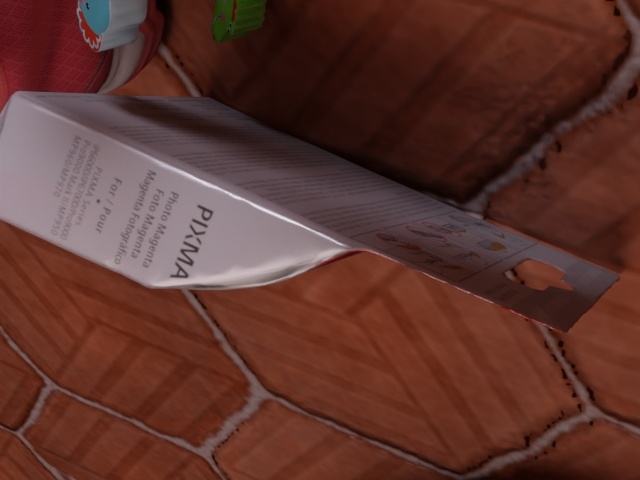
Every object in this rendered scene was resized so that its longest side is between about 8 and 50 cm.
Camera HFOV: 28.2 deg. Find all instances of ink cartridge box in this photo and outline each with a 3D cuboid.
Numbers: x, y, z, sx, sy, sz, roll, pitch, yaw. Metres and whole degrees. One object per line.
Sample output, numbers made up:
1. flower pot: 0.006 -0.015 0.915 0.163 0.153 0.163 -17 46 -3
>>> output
1. ink cartridge box: 0.000 0.000 0.549 0.232 0.189 0.066 28 103 15

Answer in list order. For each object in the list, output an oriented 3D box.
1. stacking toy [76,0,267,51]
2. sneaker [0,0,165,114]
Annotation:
1. stacking toy: -0.073 -0.121 0.467 0.052 0.167 0.221 58 152 21
2. sneaker: -0.145 -0.154 0.519 0.116 0.136 0.314 19 142 22
